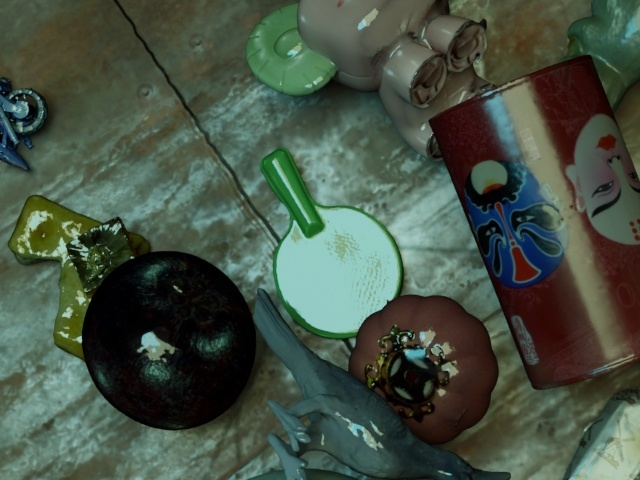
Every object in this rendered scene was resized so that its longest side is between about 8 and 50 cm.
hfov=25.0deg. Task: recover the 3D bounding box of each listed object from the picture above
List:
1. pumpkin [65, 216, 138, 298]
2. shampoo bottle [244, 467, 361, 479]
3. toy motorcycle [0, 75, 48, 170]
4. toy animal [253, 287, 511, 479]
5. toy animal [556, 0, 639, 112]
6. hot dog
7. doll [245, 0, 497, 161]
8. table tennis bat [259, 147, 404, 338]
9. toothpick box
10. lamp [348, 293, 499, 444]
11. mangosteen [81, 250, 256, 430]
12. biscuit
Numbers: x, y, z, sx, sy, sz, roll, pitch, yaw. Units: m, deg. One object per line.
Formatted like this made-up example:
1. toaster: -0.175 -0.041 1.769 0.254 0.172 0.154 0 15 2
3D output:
1. pumpkin: -0.269 0.021 1.785 0.083 0.054 0.074 -29 73 3
2. shampoo bottle: -0.023 0.411 1.578 0.322 0.317 0.323 -1 79 7
3. toy motorcycle: -0.455 -0.168 1.876 0.205 0.076 0.114 21 92 9
4. toy animal: 0.014 0.194 1.576 0.367 0.206 0.081 35 121 20
5. toy animal: 0.342 -0.203 1.746 0.125 0.127 0.251 28 88 9
6. hot dog: 0.346 0.258 1.694 0.099 0.053 0.192 30 82 11
7. doll: 0.069 -0.248 1.779 0.284 0.216 0.268 -40 51 -18
8. table tennis bat: 0.000 0.000 1.800 0.160 0.039 0.257 -30 82 2
9. toothpick box: 0.275 -0.020 1.648 0.204 0.204 0.333 -22 89 3
10. lamp: 0.124 0.151 1.707 0.182 0.140 0.182 0 91 22
11. mangosteen: -0.184 0.130 1.724 0.216 0.216 0.216 -1 79 8
12. biscuit: -0.325 0.042 1.833 0.183 0.039 0.174 26 84 10
